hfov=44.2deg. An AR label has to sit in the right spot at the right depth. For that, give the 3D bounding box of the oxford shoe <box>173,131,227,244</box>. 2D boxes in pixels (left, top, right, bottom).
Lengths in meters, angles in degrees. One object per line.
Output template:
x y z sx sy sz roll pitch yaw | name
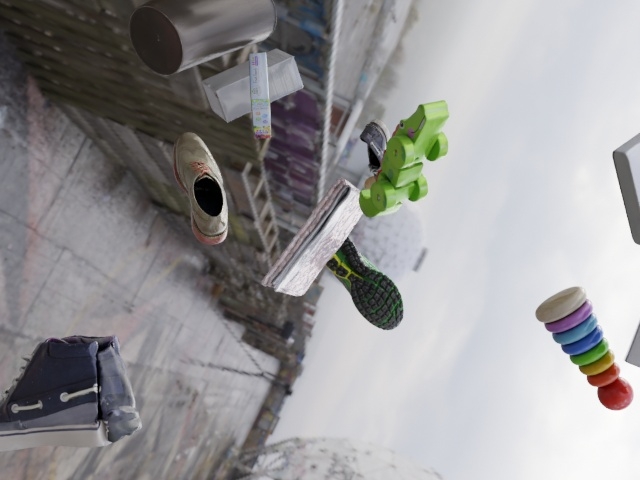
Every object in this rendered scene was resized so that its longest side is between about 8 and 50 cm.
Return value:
-0.310 -0.167 2.102 0.130 0.123 0.348 112 -40 -56 | oxford shoe

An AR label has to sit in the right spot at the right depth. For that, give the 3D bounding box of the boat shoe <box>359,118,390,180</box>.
0.127 -0.188 1.833 0.065 0.075 0.206 -41 144 -21 | boat shoe

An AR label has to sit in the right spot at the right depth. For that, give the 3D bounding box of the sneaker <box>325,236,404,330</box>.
0.130 0.118 2.354 0.134 0.343 0.146 -37 171 2 | sneaker

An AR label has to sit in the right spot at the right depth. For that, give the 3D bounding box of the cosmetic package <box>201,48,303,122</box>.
-0.183 -0.420 2.118 0.238 0.107 0.127 -29 -147 -11 | cosmetic package

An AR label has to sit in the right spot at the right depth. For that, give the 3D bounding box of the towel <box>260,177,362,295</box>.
0.000 0.000 2.010 0.332 0.053 0.317 -53 168 4 | towel

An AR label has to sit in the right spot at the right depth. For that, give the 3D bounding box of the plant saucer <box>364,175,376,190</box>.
0.152 -0.138 1.988 0.083 0.083 0.015 111 -1 -52 | plant saucer

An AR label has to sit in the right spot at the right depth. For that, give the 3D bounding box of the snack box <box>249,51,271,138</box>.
-0.117 -0.282 1.530 0.100 0.037 0.141 89 -4 -51 | snack box

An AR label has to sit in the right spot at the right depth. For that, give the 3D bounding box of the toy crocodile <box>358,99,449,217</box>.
0.169 -0.160 1.611 0.115 0.105 0.340 -18 150 -27 | toy crocodile

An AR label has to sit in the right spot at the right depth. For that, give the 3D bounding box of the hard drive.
0.689 -0.152 1.490 0.307 0.203 0.040 -33 -154 -18 | hard drive

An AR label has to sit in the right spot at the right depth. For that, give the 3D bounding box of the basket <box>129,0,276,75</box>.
-0.227 -0.405 1.455 0.227 0.204 0.154 -44 154 -42 | basket

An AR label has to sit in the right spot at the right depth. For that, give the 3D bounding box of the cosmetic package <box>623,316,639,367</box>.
0.861 0.224 1.845 0.224 0.224 0.138 -70 160 1 | cosmetic package

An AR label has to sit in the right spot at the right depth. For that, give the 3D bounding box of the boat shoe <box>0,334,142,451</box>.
-0.428 0.229 1.207 0.127 0.340 0.158 -10 92 -67 | boat shoe

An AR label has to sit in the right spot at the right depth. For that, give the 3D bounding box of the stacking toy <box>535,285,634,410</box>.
0.686 0.285 1.990 0.141 0.330 0.141 -33 -178 1 | stacking toy
